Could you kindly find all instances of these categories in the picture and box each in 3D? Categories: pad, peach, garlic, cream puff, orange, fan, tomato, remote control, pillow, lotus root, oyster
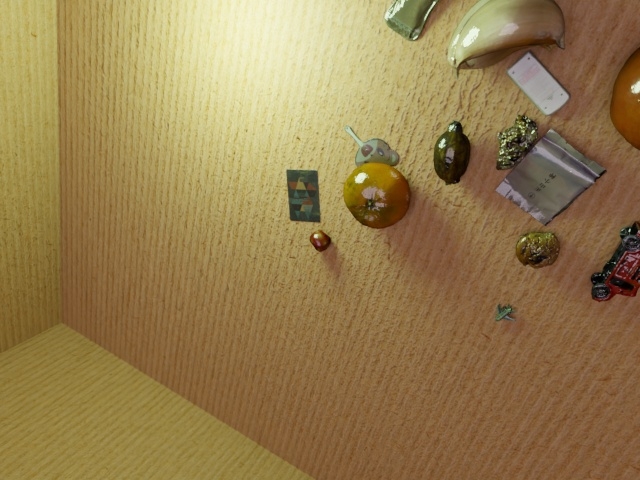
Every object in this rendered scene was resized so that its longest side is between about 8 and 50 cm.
[{"bbox_3d":[-0.068,-0.176,1.839,0.143,0.003,0.211,5,110,25],"label":"pad"},{"bbox_3d":[0.890,-0.349,1.112,0.343,0.302,0.342,10,114,23],"label":"peach"},{"bbox_3d":[0.498,-0.568,1.269,0.313,0.286,0.249,1,144,24],"label":"garlic"},{"bbox_3d":[0.691,0.031,1.474,0.133,0.104,0.119,-22,90,30],"label":"cream puff"},{"bbox_3d":[0.191,-0.153,1.613,0.240,0.171,0.240,11,116,23],"label":"orange"},{"bbox_3d":[0.164,-0.323,1.663,0.226,0.008,0.152,48,123,3],"label":"fan"},{"bbox_3d":[0.000,0.000,1.827,0.075,0.087,0.087,-39,88,-4],"label":"tomato"},{"bbox_3d":[0.639,-0.457,1.360,0.190,0.029,0.087,49,122,4],"label":"remote control"},{"bbox_3d":[0.293,-0.728,1.416,0.130,0.033,0.217,37,134,1],"label":"pillow"},{"bbox_3d":[0.418,-0.277,1.486,0.120,0.120,0.209,8,114,24],"label":"lotus root"},{"bbox_3d":[0.585,-0.293,1.415,0.105,0.056,0.177,57,137,34],"label":"oyster"}]

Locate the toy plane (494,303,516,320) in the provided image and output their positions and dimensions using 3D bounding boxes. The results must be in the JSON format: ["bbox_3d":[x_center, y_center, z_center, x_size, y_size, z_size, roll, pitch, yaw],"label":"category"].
[{"bbox_3d":[0.641,0.256,1.621,0.080,0.033,0.083,44,128,6],"label":"toy plane"}]

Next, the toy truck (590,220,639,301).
[{"bbox_3d":[0.906,0.078,1.375,0.114,0.107,0.252,25,117,18],"label":"toy truck"}]

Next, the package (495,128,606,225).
[{"bbox_3d":[0.698,-0.187,1.419,0.204,0.062,0.250,40,134,8],"label":"package"}]
